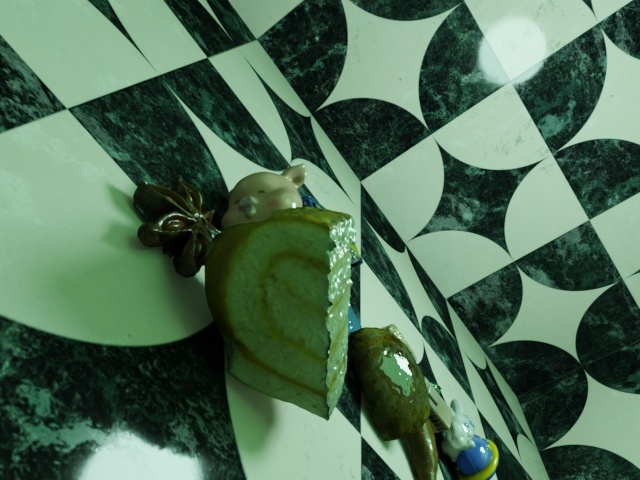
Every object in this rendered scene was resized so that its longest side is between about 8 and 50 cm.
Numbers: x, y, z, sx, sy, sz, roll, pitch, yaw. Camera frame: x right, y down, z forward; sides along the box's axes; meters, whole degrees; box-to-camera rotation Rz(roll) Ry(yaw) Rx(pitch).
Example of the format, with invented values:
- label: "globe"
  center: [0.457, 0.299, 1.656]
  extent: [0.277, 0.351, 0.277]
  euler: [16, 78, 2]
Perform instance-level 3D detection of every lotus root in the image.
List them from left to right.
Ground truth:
- label: "lotus root"
  center: [0.204, 0.387, 1.447]
  extent: [0.210, 0.141, 0.314]
  euler: [12, 55, -67]

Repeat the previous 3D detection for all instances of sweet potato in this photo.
- label: "sweet potato"
  center: [0.289, 0.582, 1.474]
  extent: [0.097, 0.097, 0.292]
  euler: [34, 29, -51]

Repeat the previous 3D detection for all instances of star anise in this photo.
- label: "star anise"
  center: [-0.283, -0.026, 1.001]
  extent: [0.214, 0.099, 0.220]
  euler: [41, 24, -5]

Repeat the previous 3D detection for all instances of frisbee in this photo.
- label: "frisbee"
  center: [0.068, 0.236, 1.548]
  extent: [0.289, 0.049, 0.290]
  euler: [49, 19, -24]

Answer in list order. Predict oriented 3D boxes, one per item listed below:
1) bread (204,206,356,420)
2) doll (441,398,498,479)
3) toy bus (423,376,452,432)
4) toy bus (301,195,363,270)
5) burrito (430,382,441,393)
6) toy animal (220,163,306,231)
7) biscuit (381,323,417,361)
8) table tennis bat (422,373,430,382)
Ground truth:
- label: "bread"
  center: [-0.078, 0.129, 0.989]
  extent: [0.239, 0.263, 0.396]
  euler: [-50, 144, -75]
- label: "doll"
  center: [0.490, 0.692, 1.751]
  extent: [0.242, 0.160, 0.311]
  euler: [40, 19, -7]
- label: "toy bus"
  center: [0.344, 0.534, 1.654]
  extent: [0.182, 0.103, 0.091]
  euler: [52, 36, -15]
- label: "toy bus"
  center: [0.000, 0.000, 1.622]
  extent: [0.287, 0.138, 0.175]
  euler: [35, 29, -51]
- label: "burrito"
  center: [0.356, 0.515, 1.744]
  extent: [0.288, 0.104, 0.054]
  euler: [52, 9, -19]
- label: "toy animal"
  center: [-0.106, -0.034, 1.306]
  extent: [0.326, 0.236, 0.270]
  euler: [33, 38, -61]
- label: "biscuit"
  center: [0.278, 0.380, 1.826]
  extent: [0.169, 0.070, 0.082]
  euler: [60, 13, 17]
- label: "table tennis bat"
  center: [0.390, 0.554, 1.908]
  extent: [0.246, 0.022, 0.138]
  euler: [42, 24, -43]
